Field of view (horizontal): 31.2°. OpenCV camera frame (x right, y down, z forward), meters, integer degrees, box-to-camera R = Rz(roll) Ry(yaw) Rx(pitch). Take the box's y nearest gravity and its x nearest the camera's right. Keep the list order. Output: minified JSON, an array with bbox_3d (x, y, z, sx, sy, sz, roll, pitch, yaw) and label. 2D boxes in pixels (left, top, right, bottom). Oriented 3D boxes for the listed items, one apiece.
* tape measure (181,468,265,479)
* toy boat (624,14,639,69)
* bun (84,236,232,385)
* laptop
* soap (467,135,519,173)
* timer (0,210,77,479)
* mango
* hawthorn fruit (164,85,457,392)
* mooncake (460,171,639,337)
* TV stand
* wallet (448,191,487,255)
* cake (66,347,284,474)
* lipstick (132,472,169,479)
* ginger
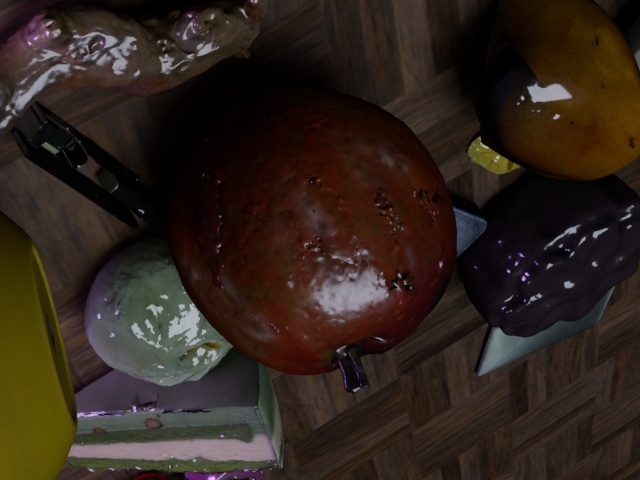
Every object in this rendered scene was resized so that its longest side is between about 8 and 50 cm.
[{"bbox_3d":[-0.133,0.332,1.625,0.125,0.074,0.118,9,122,-52],"label":"tape measure"},{"bbox_3d":[0.454,-0.249,1.432,0.141,0.141,0.269,6,127,-46],"label":"toy boat"},{"bbox_3d":[-0.162,0.083,1.274,0.195,0.118,0.195,-21,141,-18],"label":"bun"},{"bbox_3d":[0.382,0.124,1.901,0.269,0.015,0.187,-20,142,-24],"label":"laptop"},{"bbox_3d":[0.267,-0.130,1.483,0.168,0.033,0.089,-28,138,-13],"label":"soap"},{"bbox_3d":[-0.403,0.117,0.921,0.387,0.376,0.376,-13,140,-12],"label":"timer"},{"bbox_3d":[0.282,-0.168,1.340,0.201,0.152,0.287,-40,140,22],"label":"mango"},{"bbox_3d":[-0.003,-0.016,1.161,0.316,0.316,0.316,-24,144,-19],"label":"hawthorn fruit"},{"bbox_3d":[0.339,0.022,1.637,0.283,0.141,0.283,-23,145,-17],"label":"mooncake"},{"bbox_3d":[-0.211,-0.058,1.132,0.042,0.036,0.249,-42,146,5],"label":"TV stand"},{"bbox_3d":[0.113,0.023,1.524,0.222,0.036,0.167,-49,145,19],"label":"wallet"},{"bbox_3d":[-0.191,0.188,1.430,0.284,0.172,0.158,-4,137,9],"label":"cake"},{"bbox_3d":[-0.217,0.414,1.643,0.080,0.080,0.241,-31,145,-10],"label":"lipstick"},{"bbox_3d":[-0.180,-0.166,1.009,0.290,0.084,0.122,-19,174,-25],"label":"ginger"}]
